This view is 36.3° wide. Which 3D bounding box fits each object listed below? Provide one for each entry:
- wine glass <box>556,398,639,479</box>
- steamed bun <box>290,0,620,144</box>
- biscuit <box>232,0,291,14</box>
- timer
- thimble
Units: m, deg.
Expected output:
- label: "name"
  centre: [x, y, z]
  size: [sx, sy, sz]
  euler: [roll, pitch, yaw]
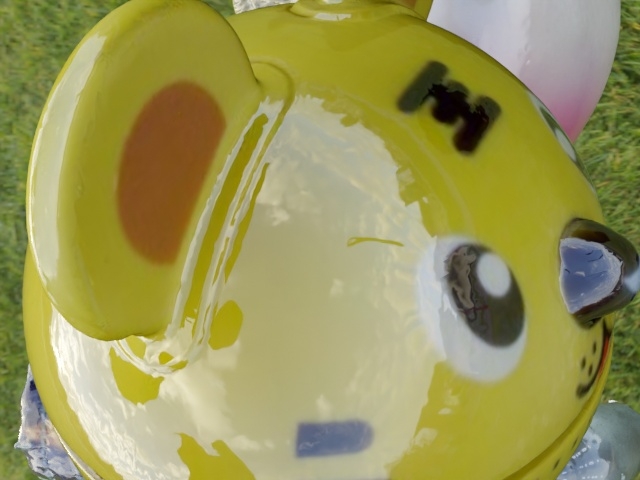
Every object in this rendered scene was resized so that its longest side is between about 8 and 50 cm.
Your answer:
- label: "wine glass"
  centre: [0.336, 0.300, 1.312]
  size: [0.126, 0.241, 0.126]
  euler: [25, 123, 46]
- label: "steamed bun"
  centre: [0.126, -0.163, 0.879]
  size: [0.309, 0.309, 0.309]
  euler: [4, 98, 32]
- label: "biscuit"
  centre: [-0.014, -0.377, 1.343]
  size: [0.259, 0.079, 0.259]
  euler: [0, 91, 24]
- label: "timer"
  centre: [0.000, 0.000, 0.547]
  size: [0.376, 0.376, 0.387]
  euler: [22, 135, 28]
- label: "thimble"
  centre: [-0.278, 0.214, 1.260]
  size: [0.150, 0.237, 0.237]
  euler: [6, 100, 9]
